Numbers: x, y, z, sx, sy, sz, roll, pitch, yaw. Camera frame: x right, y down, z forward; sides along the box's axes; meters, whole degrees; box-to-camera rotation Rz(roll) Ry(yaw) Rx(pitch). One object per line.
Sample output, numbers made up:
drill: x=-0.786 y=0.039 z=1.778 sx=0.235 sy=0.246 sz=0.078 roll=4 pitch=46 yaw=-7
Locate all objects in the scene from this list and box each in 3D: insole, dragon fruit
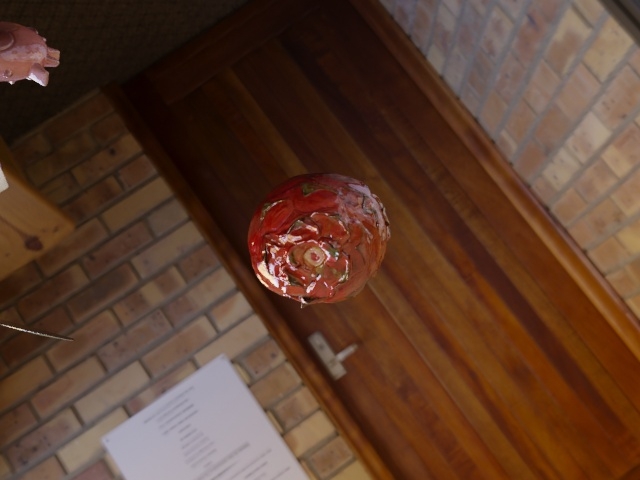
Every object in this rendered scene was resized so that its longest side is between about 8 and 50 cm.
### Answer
insole: x=-0.493 y=0.143 z=1.272 sx=0.109 sy=0.007 sz=0.322 roll=21 pitch=167 yaw=-41
dragon fruit: x=-0.001 y=-0.004 z=1.289 sx=0.252 sy=0.241 sz=0.241 roll=-42 pitch=175 yaw=-41

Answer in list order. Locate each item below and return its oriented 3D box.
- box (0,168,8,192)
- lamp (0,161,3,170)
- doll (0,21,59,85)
box: x=-0.544 y=-0.064 z=1.122 sx=0.154 sy=0.040 sz=0.084 roll=-10 pitch=-157 yaw=16
lamp: x=-0.560 y=-0.113 z=1.236 sx=0.101 sy=0.101 sz=0.090 roll=-47 pitch=-155 yaw=42
doll: x=-0.617 y=-0.360 z=1.491 sx=0.262 sy=0.211 sz=0.093 roll=-85 pitch=-169 yaw=-51
